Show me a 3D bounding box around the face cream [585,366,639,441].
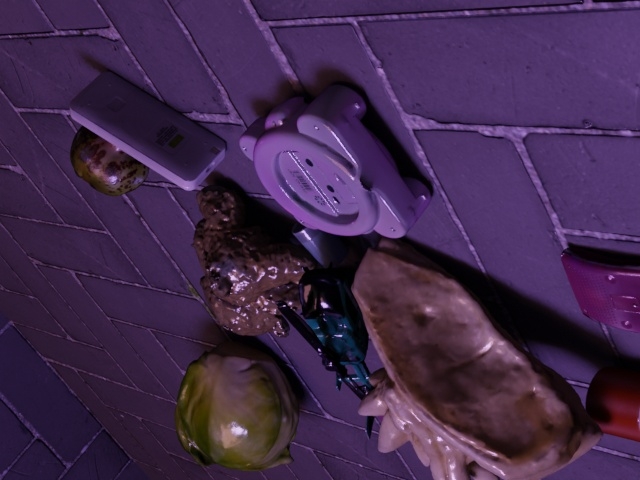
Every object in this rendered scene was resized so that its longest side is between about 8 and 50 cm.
[{"bbox_3d":[0.467,0.229,1.488,0.214,0.096,0.096,7,139,47],"label":"face cream"}]

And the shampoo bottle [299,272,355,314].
[{"bbox_3d":[0.017,0.099,1.893,0.087,0.050,0.183,44,153,-17],"label":"shampoo bottle"}]

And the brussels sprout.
[{"bbox_3d":[-0.171,0.350,2.316,0.259,0.227,0.294,23,116,33],"label":"brussels sprout"}]

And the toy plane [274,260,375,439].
[{"bbox_3d":[0.037,0.157,1.761,0.106,0.155,0.381,-3,141,20],"label":"toy plane"}]

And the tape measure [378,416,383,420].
[{"bbox_3d":[0.152,0.301,2.012,0.125,0.074,0.118,52,151,-20],"label":"tape measure"}]

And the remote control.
[{"bbox_3d":[-0.274,-0.176,1.778,0.250,0.103,0.034,31,150,13],"label":"remote control"}]

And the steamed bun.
[{"bbox_3d":[0.181,0.217,1.625,0.428,0.247,0.189,42,169,27],"label":"steamed bun"}]

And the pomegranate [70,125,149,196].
[{"bbox_3d":[-0.352,-0.149,1.891,0.138,0.125,0.163,49,153,8],"label":"pomegranate"}]

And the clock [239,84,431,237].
[{"bbox_3d":[0.010,-0.099,1.562,0.248,0.090,0.227,-1,133,54],"label":"clock"}]

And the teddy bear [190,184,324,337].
[{"bbox_3d":[-0.123,0.064,1.895,0.267,0.156,0.256,35,159,19],"label":"teddy bear"}]

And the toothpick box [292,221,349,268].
[{"bbox_3d":[0.000,0.000,1.762,0.083,0.052,0.052,49,151,-21],"label":"toothpick box"}]

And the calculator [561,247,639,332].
[{"bbox_3d":[0.396,0.070,1.403,0.190,0.034,0.126,10,139,42],"label":"calculator"}]
